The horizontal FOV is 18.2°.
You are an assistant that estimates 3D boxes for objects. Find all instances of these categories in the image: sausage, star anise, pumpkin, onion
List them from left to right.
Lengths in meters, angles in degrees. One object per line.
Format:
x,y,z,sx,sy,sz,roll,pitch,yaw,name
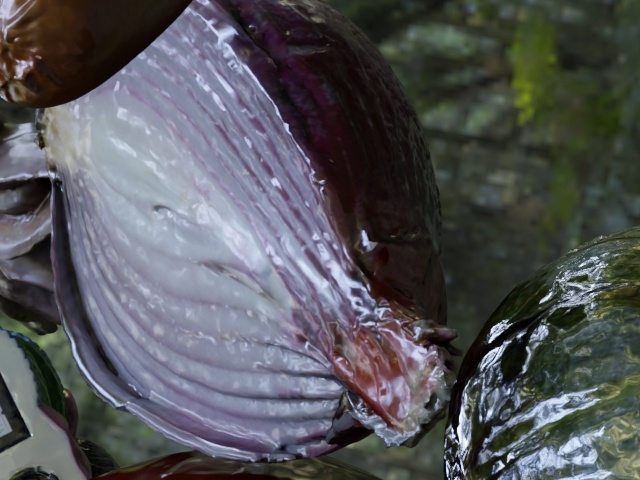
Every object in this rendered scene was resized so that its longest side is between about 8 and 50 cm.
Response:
-0.236,-0.034,1.400,0.109,0.349,0.292,-56,-11,-20,star anise
-0.092,-0.118,0.863,0.197,0.076,0.076,-55,-28,-56,sausage
0.000,0.000,1.066,0.159,0.348,0.267,-16,-51,-38,onion
0.141,0.109,0.769,0.238,0.159,0.238,56,-163,-27,pumpkin

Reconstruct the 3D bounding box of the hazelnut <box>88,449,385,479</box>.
-0.031,0.312,1.125,0.402,0.429,0.402,-53,-2,-3,hazelnut

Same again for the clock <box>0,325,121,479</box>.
-0.208,0.156,1.435,0.194,0.100,0.195,63,178,16,clock
